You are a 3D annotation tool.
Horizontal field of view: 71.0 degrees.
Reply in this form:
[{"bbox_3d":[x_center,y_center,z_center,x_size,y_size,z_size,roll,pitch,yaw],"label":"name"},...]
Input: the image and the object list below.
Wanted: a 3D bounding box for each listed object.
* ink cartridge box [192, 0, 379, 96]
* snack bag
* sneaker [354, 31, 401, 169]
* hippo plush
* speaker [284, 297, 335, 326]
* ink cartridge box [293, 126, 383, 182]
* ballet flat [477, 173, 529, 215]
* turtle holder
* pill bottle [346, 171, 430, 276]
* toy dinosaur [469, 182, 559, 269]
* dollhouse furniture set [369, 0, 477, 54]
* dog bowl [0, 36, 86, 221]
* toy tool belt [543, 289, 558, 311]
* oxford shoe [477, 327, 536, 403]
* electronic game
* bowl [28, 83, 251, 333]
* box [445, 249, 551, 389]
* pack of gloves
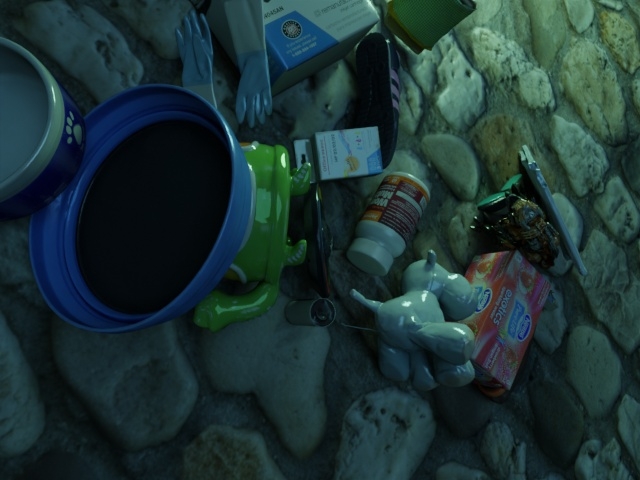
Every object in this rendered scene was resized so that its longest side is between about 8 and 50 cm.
[{"bbox_3d":[-0.109,-0.546,0.945,0.285,0.166,0.395,-39,99,-25],"label":"ink cartridge box"},{"bbox_3d":[0.610,-0.087,1.197,0.323,0.037,0.342,62,26,-7],"label":"snack bag"},{"bbox_3d":[0.156,-0.320,1.081,0.131,0.112,0.320,-2,94,-57],"label":"sneaker"},{"bbox_3d":[0.221,0.170,1.006,0.293,0.235,0.237,24,46,12],"label":"hippo plush"},{"bbox_3d":[-0.023,0.144,0.898,0.055,0.136,0.055,4,80,-25],"label":"speaker"},{"bbox_3d":[0.039,-0.186,0.992,0.181,0.061,0.105,-9,93,-11],"label":"ink cartridge box"},{"bbox_3d":[0.513,-0.113,1.238,0.203,0.074,0.074,-34,97,-28],"label":"ballet flat"},{"bbox_3d":[-0.153,-0.022,0.832,0.227,0.243,0.321,5,114,-12],"label":"turtle holder"},{"bbox_3d":[0.153,-0.038,1.021,0.121,0.121,0.221,38,68,-16],"label":"pill bottle"},{"bbox_3d":[0.508,-0.010,1.118,0.164,0.218,0.322,-26,131,-7],"label":"toy dinosaur"},{"bbox_3d":[0.187,-0.559,1.074,0.301,0.197,0.152,34,68,-17],"label":"dollhouse furniture set"},{"bbox_3d":[-0.506,-0.165,0.675,0.264,0.104,0.265,0,78,-1],"label":"dog bowl"},{"bbox_3d":[0.636,0.158,1.273,0.083,0.052,0.051,47,35,-16],"label":"toy tool belt"},{"bbox_3d":[0.493,0.292,1.166,0.271,0.096,0.098,-53,125,-18],"label":"oxford shoe"},{"bbox_3d":[0.000,0.000,0.894,0.048,0.229,0.230,-5,84,3],"label":"electronic game"},{"bbox_3d":[-0.284,-0.052,0.705,0.077,0.390,0.392,35,61,-64],"label":"bowl"},{"bbox_3d":[0.420,0.189,1.104,0.154,0.142,0.300,41,67,-16],"label":"box"},{"bbox_3d":[-0.182,-0.329,0.871,0.046,0.194,0.233,-31,119,-67],"label":"pack of gloves"}]
